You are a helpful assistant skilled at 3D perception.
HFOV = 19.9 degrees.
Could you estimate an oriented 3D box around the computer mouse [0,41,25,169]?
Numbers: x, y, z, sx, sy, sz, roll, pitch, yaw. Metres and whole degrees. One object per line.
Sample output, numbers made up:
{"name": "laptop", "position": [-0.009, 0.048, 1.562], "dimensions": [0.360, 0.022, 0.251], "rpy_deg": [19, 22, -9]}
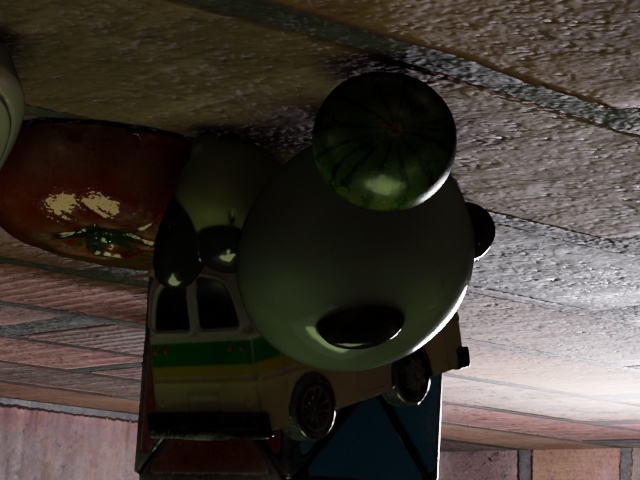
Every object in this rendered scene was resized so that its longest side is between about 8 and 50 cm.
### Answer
{"name": "computer mouse", "position": [-0.311, -0.071, 1.282], "dimensions": [0.184, 0.121, 0.297], "rpy_deg": [9, 170, -19]}

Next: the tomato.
{"name": "tomato", "position": [-0.184, -0.037, 1.521], "dimensions": [0.225, 0.085, 0.225], "rpy_deg": [5, 167, 1]}

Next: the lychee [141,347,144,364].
{"name": "lychee", "position": [-0.135, 0.168, 2.327], "dimensions": [0.188, 0.188, 0.188], "rpy_deg": [4, 169, 1]}

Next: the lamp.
{"name": "lamp", "position": [0.000, 0.000, 1.400], "dimensions": [0.244, 0.198, 0.198], "rpy_deg": [17, 178, 33]}

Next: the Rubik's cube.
{"name": "Rubik's cube", "position": [-0.029, 0.156, 2.042], "dimensions": [0.255, 0.259, 0.260], "rpy_deg": [-4, 171, 42]}

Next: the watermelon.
{"name": "watermelon", "position": [0.042, -0.068, 1.233], "dimensions": [0.109, 0.109, 0.109], "rpy_deg": [4, 169, 1]}

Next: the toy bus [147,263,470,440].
{"name": "toy bus", "position": [-0.011, 0.072, 1.626], "dimensions": [0.143, 0.179, 0.305], "rpy_deg": [-6, -176, 40]}

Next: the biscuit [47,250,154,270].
{"name": "biscuit", "position": [-0.157, -0.002, 1.807], "dimensions": [0.262, 0.037, 0.262], "rpy_deg": [3, 169, 1]}

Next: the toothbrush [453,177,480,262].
{"name": "toothbrush", "position": [0.129, -0.016, 1.663], "dimensions": [0.020, 0.025, 0.286], "rpy_deg": [2, 169, 10]}
